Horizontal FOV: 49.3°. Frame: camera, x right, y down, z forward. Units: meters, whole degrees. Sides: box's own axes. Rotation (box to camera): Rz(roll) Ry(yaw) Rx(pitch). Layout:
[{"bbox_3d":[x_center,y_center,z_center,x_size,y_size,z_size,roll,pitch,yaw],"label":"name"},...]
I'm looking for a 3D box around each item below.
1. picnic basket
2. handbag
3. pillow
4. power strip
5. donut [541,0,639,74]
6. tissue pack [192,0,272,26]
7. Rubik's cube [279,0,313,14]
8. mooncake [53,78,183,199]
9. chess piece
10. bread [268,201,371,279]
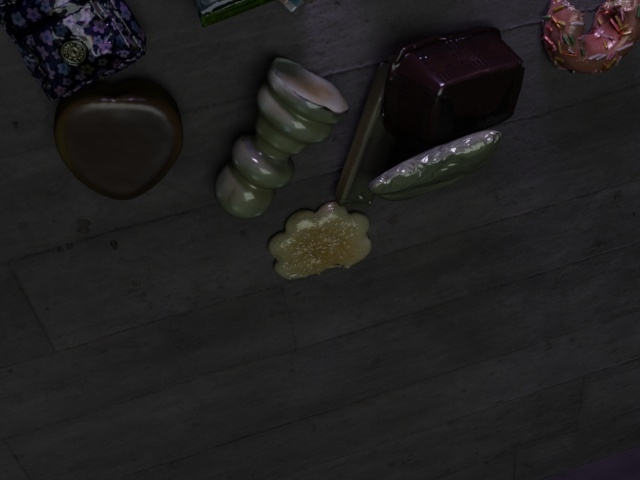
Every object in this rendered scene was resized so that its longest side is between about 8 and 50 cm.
[{"bbox_3d":[0.280,-0.302,1.432,0.296,0.129,0.223,-20,137,-24],"label":"picnic basket"},{"bbox_3d":[-0.428,-0.372,1.199,0.228,0.127,0.208,-22,129,7],"label":"handbag"},{"bbox_3d":[0.240,-0.146,1.462,0.274,0.281,0.076,-23,87,8],"label":"pillow"},{"bbox_3d":[0.125,-0.243,1.511,0.092,0.066,0.388,0,125,-33],"label":"power strip"},{"bbox_3d":[0.598,-0.453,1.517,0.232,0.085,0.199,-19,128,-4],"label":"donut"},{"bbox_3d":[-0.130,-0.496,1.209,0.235,0.073,0.174,-23,95,-3],"label":"tissue pack"},{"bbox_3d":[-0.044,-0.467,1.295,0.075,0.084,0.073,38,110,-15],"label":"Rubik's cube"},{"bbox_3d":[-0.382,-0.194,1.341,0.234,0.117,0.235,-9,129,-11],"label":"mooncake"},{"bbox_3d":[-0.101,-0.183,1.417,0.182,0.182,0.330,20,120,-29],"label":"chess piece"},{"bbox_3d":[0.000,0.000,1.652,0.250,0.039,0.182,-14,127,-9],"label":"bread"}]
